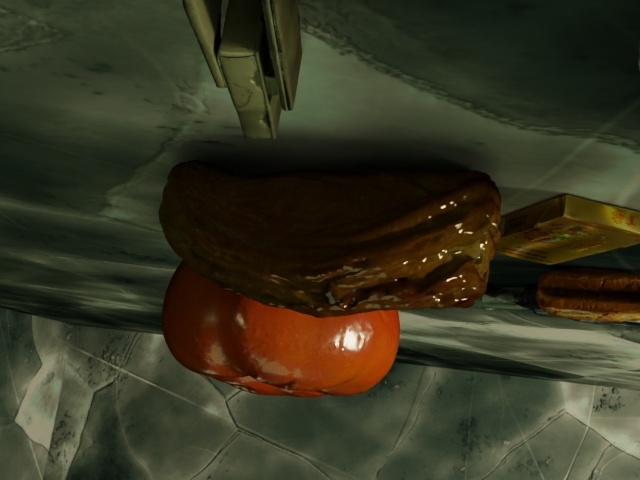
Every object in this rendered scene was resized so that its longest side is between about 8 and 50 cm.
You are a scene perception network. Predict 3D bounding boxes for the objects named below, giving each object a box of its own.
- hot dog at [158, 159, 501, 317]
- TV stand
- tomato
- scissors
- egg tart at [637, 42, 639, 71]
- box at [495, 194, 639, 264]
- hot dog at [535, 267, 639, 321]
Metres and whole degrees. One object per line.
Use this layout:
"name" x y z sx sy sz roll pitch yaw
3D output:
"hot dog" 0.000 0.000 0.659 0.272 0.122 0.196 3 174 18
"TV stand" -0.033 -0.101 0.393 0.042 0.036 0.249 6 168 3
"tomato" -0.038 0.070 0.874 0.260 0.179 0.260 6 169 1
"scissors" 0.228 0.080 1.104 0.384 0.029 0.256 -1 166 30
"egg tart" 0.230 -0.056 0.290 0.234 0.094 0.234 9 166 2
"box" 0.203 -0.006 0.724 0.089 0.022 0.156 11 168 -17
"hot dog" 0.300 0.058 0.885 0.144 0.062 0.038 2 145 21
